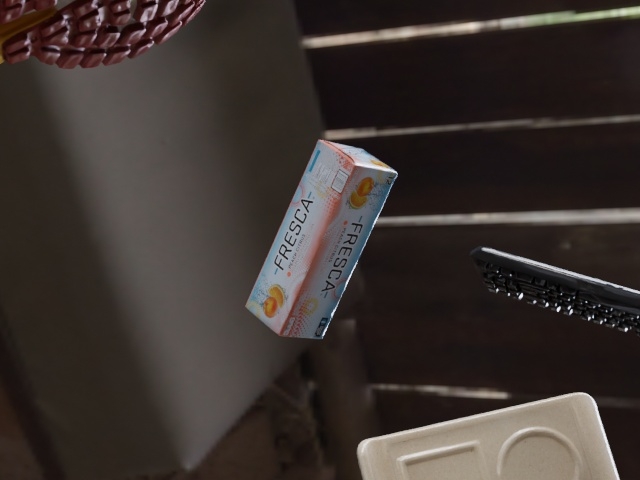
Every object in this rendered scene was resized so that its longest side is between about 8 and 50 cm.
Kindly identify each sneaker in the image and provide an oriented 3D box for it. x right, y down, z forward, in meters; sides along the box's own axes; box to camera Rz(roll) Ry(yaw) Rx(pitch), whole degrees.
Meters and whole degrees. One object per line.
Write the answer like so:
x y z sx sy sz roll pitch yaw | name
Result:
-0.126 -0.122 0.583 0.225 0.088 0.092 -18 64 -33 | sneaker

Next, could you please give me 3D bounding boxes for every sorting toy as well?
0.145 0.230 1.131 0.038 0.208 0.193 113 -36 -66 | sorting toy

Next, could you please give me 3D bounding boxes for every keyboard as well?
0.201 0.048 1.048 0.023 0.180 0.108 -69 158 -8 | keyboard

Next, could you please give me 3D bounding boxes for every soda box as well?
0.000 0.000 1.357 0.063 0.058 0.183 9 112 -46 | soda box
